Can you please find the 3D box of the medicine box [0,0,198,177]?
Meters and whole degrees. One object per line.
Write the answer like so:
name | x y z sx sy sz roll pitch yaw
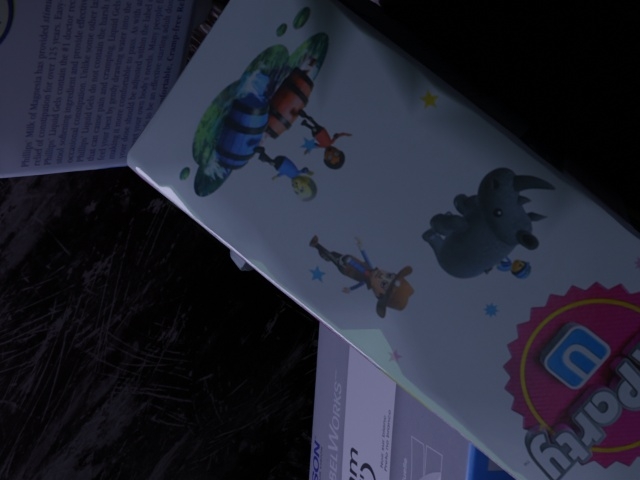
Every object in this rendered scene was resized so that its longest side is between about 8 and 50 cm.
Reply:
medicine box | -0.268 -0.154 0.635 0.289 0.149 0.263 -11 -145 -42

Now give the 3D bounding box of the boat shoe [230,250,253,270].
boat shoe | -0.077 -0.038 1.300 0.094 0.109 0.302 61 173 11

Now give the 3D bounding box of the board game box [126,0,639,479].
board game box | 0.099 0.018 0.439 0.303 0.097 0.224 37 -165 6

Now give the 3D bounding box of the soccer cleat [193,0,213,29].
soccer cleat | -0.131 -0.181 0.755 0.076 0.068 0.196 -12 -163 -42

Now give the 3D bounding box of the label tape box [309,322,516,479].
label tape box | 0.064 0.100 0.747 0.115 0.249 0.348 0 -171 -24
